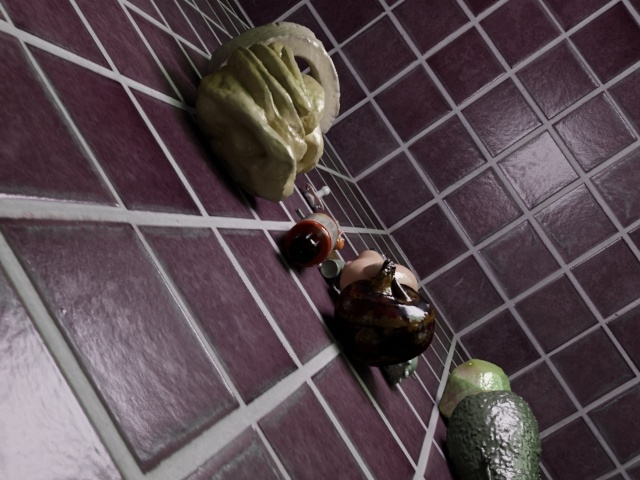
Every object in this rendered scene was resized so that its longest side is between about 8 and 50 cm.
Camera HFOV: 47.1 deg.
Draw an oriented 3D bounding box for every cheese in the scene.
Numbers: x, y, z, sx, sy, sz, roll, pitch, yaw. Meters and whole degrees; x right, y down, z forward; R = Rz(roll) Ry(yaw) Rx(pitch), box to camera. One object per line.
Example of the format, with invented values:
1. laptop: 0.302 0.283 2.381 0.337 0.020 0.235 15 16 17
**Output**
1. cheese: -0.124 -0.397 1.909 0.153 0.331 0.293 -107 -173 -58

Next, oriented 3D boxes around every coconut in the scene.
1. coconut: 0.447 0.466 2.110 0.204 0.236 0.236 9 42 -43

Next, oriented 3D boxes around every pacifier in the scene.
1. pacifier: -0.007 -0.139 2.250 0.099 0.078 0.081 56 -11 5

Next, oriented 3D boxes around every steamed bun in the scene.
1. steamed bun: -0.111 -0.280 1.652 0.325 0.230 0.372 54 28 -16

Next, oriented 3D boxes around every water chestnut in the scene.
1. water chestnut: 0.137 0.160 1.598 0.223 0.238 0.224 11 20 -4

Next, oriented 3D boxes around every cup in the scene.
1. cup: 0.032 0.083 1.846 0.054 0.075 0.083 15 0 20

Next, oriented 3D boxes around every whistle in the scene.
1. whistle: 0.184 0.257 1.827 0.106 0.101 0.253 47 16 -26

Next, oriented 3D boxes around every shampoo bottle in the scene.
1. shampoo bottle: -0.022 0.001 1.669 0.104 0.104 0.278 55 11 -3

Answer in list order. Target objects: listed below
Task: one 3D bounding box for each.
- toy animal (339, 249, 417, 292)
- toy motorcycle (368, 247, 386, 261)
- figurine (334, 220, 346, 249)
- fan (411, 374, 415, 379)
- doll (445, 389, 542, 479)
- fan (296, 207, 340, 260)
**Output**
1. toy animal: 0.144 0.117 1.826 0.149 0.165 0.248 30 11 39
2. toy motorcycle: 0.213 0.134 2.313 0.204 0.108 0.239 60 11 19
3. figurine: 0.047 -0.016 2.170 0.109 0.064 0.047 -98 175 -47
4. fan: 0.214 0.316 2.047 0.175 0.005 0.113 54 10 -2
5. doll: 0.434 0.537 1.797 0.247 0.247 0.350 51 20 -23
6. fan: 0.000 0.000 2.034 0.227 0.008 0.152 53 12 -20
